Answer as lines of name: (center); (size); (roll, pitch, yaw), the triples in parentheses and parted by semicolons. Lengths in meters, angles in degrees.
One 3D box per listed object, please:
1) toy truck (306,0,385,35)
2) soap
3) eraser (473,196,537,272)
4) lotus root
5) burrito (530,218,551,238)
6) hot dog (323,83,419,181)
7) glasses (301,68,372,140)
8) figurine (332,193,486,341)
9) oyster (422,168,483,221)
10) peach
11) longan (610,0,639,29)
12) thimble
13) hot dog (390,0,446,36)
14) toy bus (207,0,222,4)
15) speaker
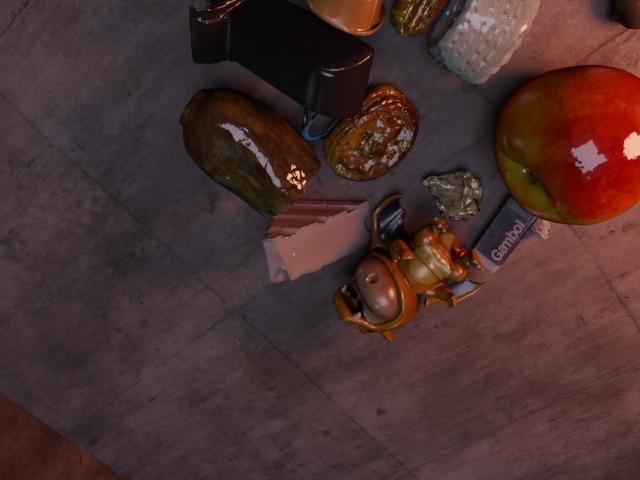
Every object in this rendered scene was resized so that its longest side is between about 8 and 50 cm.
toy truck: (0.096, -0.598, 1.042); (0.204, 0.288, 0.212); (25, 142, -10)
soap: (0.000, 0.000, 1.362); (0.301, 0.258, 0.159); (0, 117, 3)
eraser: (0.524, -0.016, 1.413); (0.092, 0.046, 0.213); (43, 124, 26)
lotus root: (-0.185, -0.235, 1.252); (0.346, 0.251, 0.250); (38, 114, -15)
burrito: (0.615, -0.096, 1.386); (0.064, 0.064, 0.203); (-10, 115, 9)
hot dog: (0.126, -0.267, 1.289); (0.196, 0.122, 0.272); (37, 113, -26)
glasses: (-0.002, -0.383, 1.233); (0.206, 0.102, 0.239); (41, 96, -10)
figurine: (0.261, 0.121, 1.407); (0.401, 0.268, 0.387); (40, 112, -20)
oyster: (0.371, -0.124, 1.376); (0.190, 0.081, 0.164); (14, 123, 0)
peach: (0.615, -0.229, 1.158); (0.387, 0.388, 0.389); (1, 118, 3)
longan: (0.721, -0.535, 1.124); (0.113, 0.092, 0.114); (6, 130, 7)
thimble: (0.369, -0.487, 1.106); (0.171, 0.205, 0.250); (28, 118, -12)
hot dog: (0.256, -0.599, 1.133); (0.115, 0.072, 0.269); (17, 118, -14)
toy bus: (-0.197, -0.626, 1.120); (0.090, 0.106, 0.185); (42, 122, 29)
speaker: (-0.090, -0.407, 1.111); (0.388, 0.184, 0.180); (35, 145, 18)
